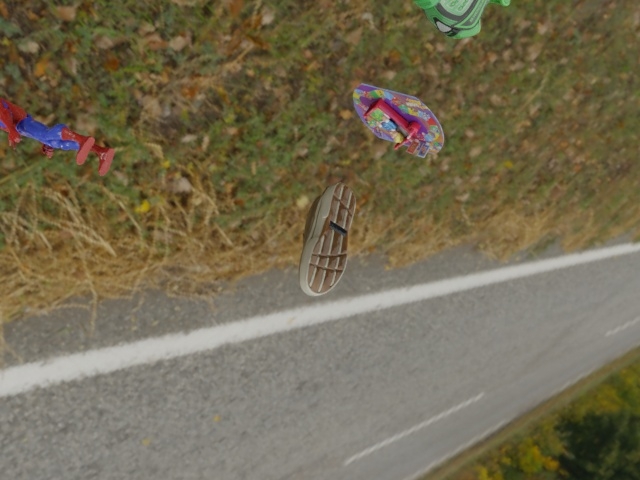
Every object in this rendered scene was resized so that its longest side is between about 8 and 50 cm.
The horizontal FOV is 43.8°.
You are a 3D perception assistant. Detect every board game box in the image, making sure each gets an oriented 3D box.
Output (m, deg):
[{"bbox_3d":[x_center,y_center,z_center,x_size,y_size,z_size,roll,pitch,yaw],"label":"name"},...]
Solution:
[{"bbox_3d":[0.115,-0.184,1.275,0.033,0.169,0.133,-55,146,-20],"label":"board game box"}]

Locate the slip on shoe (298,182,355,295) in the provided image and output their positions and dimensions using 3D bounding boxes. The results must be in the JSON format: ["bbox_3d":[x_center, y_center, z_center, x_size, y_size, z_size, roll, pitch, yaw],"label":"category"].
[{"bbox_3d":[0.000,0.000,0.836,0.041,0.135,0.051,-17,140,43],"label":"slip on shoe"}]

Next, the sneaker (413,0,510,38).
[{"bbox_3d":[0.243,-0.430,1.167,0.343,0.134,0.146,-51,125,-21],"label":"sneaker"}]

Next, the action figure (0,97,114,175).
[{"bbox_3d":[-0.194,-0.073,0.541,0.030,0.115,0.038,-65,154,2],"label":"action figure"}]
